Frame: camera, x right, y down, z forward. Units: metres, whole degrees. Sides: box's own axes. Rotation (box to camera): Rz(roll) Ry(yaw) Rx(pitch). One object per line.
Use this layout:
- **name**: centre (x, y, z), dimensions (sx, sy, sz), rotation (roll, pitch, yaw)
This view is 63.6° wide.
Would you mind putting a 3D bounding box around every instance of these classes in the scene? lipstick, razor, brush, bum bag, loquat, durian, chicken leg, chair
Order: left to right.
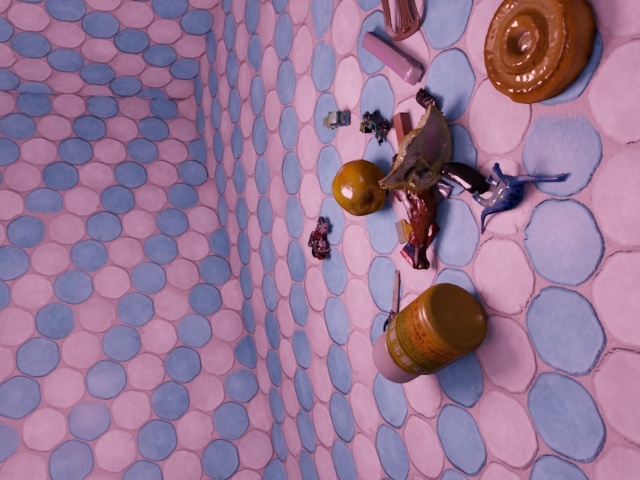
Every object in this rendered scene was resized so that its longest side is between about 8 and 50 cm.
- **loquat**: centre (0.137, -0.205, 1.944), dimensions (0.246, 0.214, 0.213), rotation (52, 138, 49)
- **chair**: centre (0.211, -0.845, 1.705), dimensions (0.176, 0.183, 0.326), rotation (-6, 88, 62)
- **lipstick**: centre (0.289, -0.368, 1.786), dimensions (0.045, 0.045, 0.145), rotation (-21, 75, 58)
- **chicken leg**: centre (0.309, -0.099, 1.703), dimensions (0.158, 0.096, 0.406), rotation (-17, 85, 63)
- **brush**: centre (0.329, -0.049, 1.808), dimensions (0.205, 0.011, 0.083), rotation (-28, 71, 59)
- **durian**: centre (0.301, -0.252, 1.589), dimensions (0.172, 0.306, 0.166), rotation (37, 171, 19)
- **bum bag**: centre (0.345, -0.452, 1.680), dimensions (0.124, 0.034, 0.057), rotation (-126, 27, -44)
- **razor**: centre (0.426, -0.186, 1.522), dimensions (0.148, 0.090, 0.054), rotation (46, 135, 46)

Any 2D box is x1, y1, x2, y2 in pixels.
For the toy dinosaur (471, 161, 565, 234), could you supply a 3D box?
- **toy dinosaur**: centre (0.497, -0.139, 1.411), dimensions (0.144, 0.076, 0.329), rotation (46, 143, 2)

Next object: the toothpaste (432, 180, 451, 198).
- **toothpaste**: centre (0.367, -0.197, 1.693), dimensions (0.170, 0.028, 0.045), rotation (51, 136, 43)

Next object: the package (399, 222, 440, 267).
- **package**: centre (0.339, 0.003, 1.780), dimensions (0.083, 0.022, 0.200), rotation (55, 139, 30)

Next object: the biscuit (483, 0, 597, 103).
- **biscuit**: centre (0.524, -0.491, 1.282), dimensions (0.296, 0.102, 0.296), rotation (24, 118, 57)

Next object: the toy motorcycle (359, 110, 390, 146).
- **toy motorcycle**: centre (0.206, -0.423, 1.922), dimensions (0.173, 0.058, 0.100), rotation (-131, 37, -49)

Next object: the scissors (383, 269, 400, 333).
- **scissors**: centre (0.279, 0.252, 1.943), dimensions (0.109, 0.022, 0.299), rotation (20, 111, 55)

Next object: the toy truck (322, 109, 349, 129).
- **toy truck**: centre (0.048, -0.506, 2.168), dimensions (0.175, 0.081, 0.067), rotation (10, 102, 61)

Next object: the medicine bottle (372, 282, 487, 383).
- **medicine bottle**: centre (0.330, 0.310, 1.649), dimensions (0.384, 0.225, 0.224), rotation (-56, 47, 51)

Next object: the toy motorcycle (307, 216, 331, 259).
- **toy motorcycle**: centre (-0.001, 0.000, 2.348), dimensions (0.122, 0.082, 0.213), rotation (49, 137, 48)

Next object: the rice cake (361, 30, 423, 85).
- **rice cake**: centre (0.244, -0.650, 1.811), dimensions (0.365, 0.056, 0.072), rotation (56, 139, 41)
